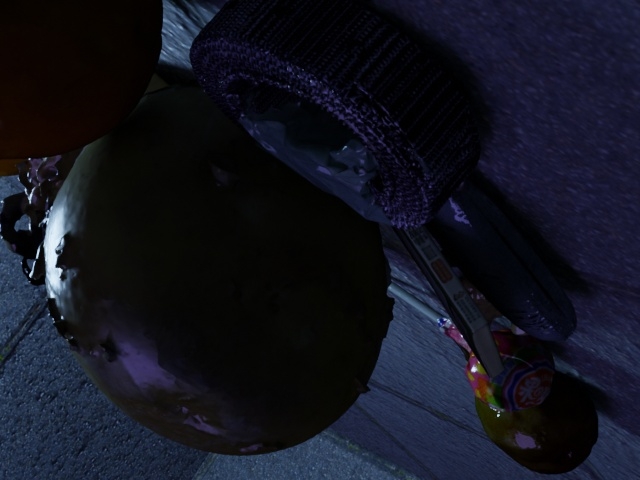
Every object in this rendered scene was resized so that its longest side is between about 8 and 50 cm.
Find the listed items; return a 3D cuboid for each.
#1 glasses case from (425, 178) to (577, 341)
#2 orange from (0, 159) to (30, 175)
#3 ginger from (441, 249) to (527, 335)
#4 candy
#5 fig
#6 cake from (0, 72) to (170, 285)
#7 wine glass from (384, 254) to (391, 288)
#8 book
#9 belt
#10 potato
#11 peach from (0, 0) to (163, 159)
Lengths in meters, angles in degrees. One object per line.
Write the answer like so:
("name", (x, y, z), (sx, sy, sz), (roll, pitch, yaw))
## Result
("glasses case", (0.196, 0.017, 1.332), (0.282, 0.067, 0.109), (46, 164, -28))
("orange", (-0.538, -0.223, 1.950), (0.240, 0.240, 0.240), (32, 166, 9))
("ginger", (0.225, 0.083, 1.530), (0.149, 0.065, 0.259), (29, 163, 15))
("candy", (0.193, 0.132, 1.727), (0.365, 0.124, 0.124), (34, 170, 44))
("fig", (0.291, 0.234, 1.766), (0.274, 0.145, 0.170), (43, 169, 25))
("cake", (-0.278, -0.040, 1.650), (0.332, 0.321, 0.332), (48, 172, 9))
("wine glass", (0.000, 0.000, 1.618), (0.156, 0.156, 0.232), (26, 159, 31))
("book", (0.126, 0.024, 1.356), (0.264, 0.027, 0.202), (58, -178, 25))
("belt", (0.008, -0.135, 1.168), (0.324, 0.122, 0.260), (26, 160, 36))
("potato", (-0.115, 0.063, 1.364), (0.442, 0.385, 0.319), (36, -157, -18))
("peach", (-0.350, -0.238, 1.267), (0.342, 0.302, 0.343), (31, 166, 9))
